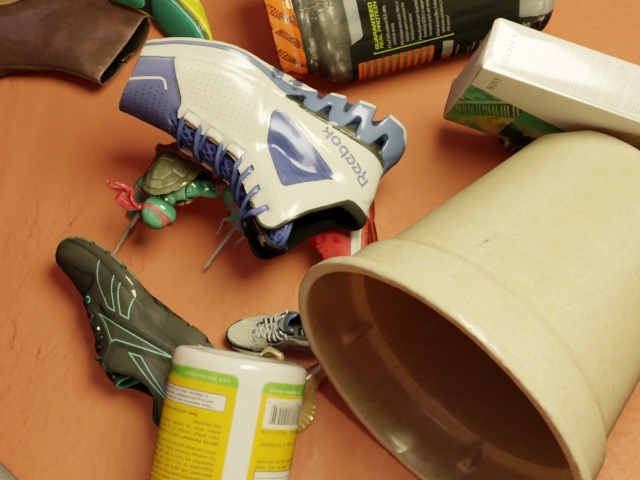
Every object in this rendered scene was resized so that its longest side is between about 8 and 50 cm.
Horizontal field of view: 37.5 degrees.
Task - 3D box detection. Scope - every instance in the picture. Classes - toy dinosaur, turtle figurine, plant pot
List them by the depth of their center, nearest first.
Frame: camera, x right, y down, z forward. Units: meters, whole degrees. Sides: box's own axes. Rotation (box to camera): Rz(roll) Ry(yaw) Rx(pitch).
[{"bbox_3d":[0.202,0.062,0.923,0.334,0.334,0.305,38,63,22],"label":"plant pot"},{"bbox_3d":[-0.037,0.163,1.038,0.092,0.053,0.183,44,83,8],"label":"toy dinosaur"},{"bbox_3d":[-0.151,-0.071,1.118,0.175,0.118,0.234,19,60,22],"label":"turtle figurine"}]

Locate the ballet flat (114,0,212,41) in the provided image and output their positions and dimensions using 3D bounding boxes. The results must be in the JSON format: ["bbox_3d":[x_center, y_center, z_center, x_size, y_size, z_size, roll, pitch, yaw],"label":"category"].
[{"bbox_3d":[-0.216,-0.336,1.285,0.231,0.077,0.077,33,56,22],"label":"ballet flat"}]

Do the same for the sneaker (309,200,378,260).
[{"bbox_3d":[0.000,0.000,1.097,0.128,0.087,0.221,-9,51,12],"label":"sneaker"}]

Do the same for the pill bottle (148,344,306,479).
[{"bbox_3d":[-0.100,0.235,0.932,0.136,0.136,0.245,9,85,11],"label":"pill bottle"}]

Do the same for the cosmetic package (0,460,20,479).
[{"bbox_3d":[-0.262,0.368,0.858,0.453,0.230,0.161,35,74,22],"label":"cosmetic package"}]

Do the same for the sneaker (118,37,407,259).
[{"bbox_3d":[-0.071,-0.085,1.007,0.315,0.127,0.182,18,66,-5],"label":"sneaker"}]

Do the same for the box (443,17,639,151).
[{"bbox_3d":[0.301,-0.122,0.979,0.322,0.232,0.058,20,85,0],"label":"box"}]

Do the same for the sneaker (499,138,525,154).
[{"bbox_3d":[0.235,-0.145,1.136,0.188,0.066,0.071,38,75,22],"label":"sneaker"}]

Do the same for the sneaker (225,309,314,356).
[{"bbox_3d":[-0.042,0.098,1.056,0.135,0.058,0.052,-2,64,7],"label":"sneaker"}]

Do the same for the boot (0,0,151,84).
[{"bbox_3d":[-0.373,-0.252,1.249,0.207,0.090,0.248,28,67,21],"label":"boot"}]

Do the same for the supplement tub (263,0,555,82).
[{"bbox_3d":[0.098,-0.316,1.158,0.338,0.207,0.207,-14,63,-1],"label":"supplement tub"}]

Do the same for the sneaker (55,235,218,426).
[{"bbox_3d":[-0.221,0.096,1.057,0.267,0.101,0.106,39,77,22],"label":"sneaker"}]
